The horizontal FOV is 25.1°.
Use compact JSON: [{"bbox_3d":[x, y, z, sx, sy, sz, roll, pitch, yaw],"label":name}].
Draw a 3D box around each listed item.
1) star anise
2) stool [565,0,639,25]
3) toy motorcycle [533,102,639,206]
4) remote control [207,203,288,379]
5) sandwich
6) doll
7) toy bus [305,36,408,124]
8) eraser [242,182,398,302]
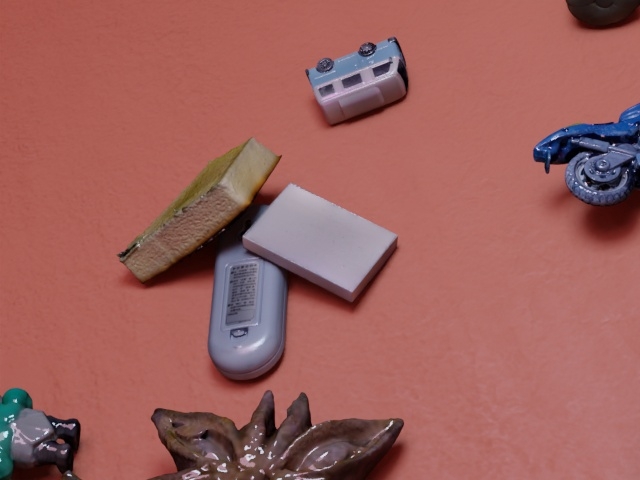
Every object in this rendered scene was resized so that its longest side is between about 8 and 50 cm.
[{"bbox_3d":[-0.070,0.262,1.431,0.349,0.109,0.292,-19,40,-10],"label":"star anise"},{"bbox_3d":[0.348,-0.328,1.777,0.096,0.096,0.110,-8,44,14],"label":"stool"},{"bbox_3d":[0.362,-0.115,1.588,0.254,0.092,0.136,-21,51,-16],"label":"toy motorcycle"},{"bbox_3d":[-0.082,0.052,1.649,0.087,0.047,0.244,-12,46,15],"label":"remote control"},{"bbox_3d":[-0.139,-0.045,1.722,0.193,0.058,0.162,-34,15,32],"label":"sandwich"},{"bbox_3d":[-0.407,0.228,1.576,0.258,0.153,0.195,29,46,18],"label":"doll"},{"bbox_3d":[0.051,-0.197,1.799,0.122,0.060,0.075,-20,52,6],"label":"toy bus"},{"bbox_3d":[0.000,0.000,1.644,0.150,0.023,0.104,27,54,19],"label":"eraser"}]
